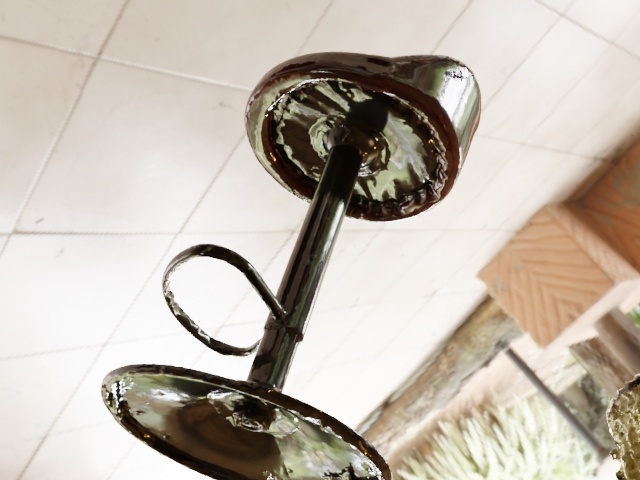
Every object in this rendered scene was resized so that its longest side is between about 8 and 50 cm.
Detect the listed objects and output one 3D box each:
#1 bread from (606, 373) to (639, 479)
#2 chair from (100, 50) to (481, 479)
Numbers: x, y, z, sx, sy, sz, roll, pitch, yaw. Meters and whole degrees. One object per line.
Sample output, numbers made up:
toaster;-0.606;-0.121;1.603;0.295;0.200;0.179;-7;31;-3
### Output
bread;0.326;0.120;0.537;0.174;0.121;0.245;6;140;-35
chair;0.000;0.000;0.657;0.226;0.227;0.401;99;11;-55
